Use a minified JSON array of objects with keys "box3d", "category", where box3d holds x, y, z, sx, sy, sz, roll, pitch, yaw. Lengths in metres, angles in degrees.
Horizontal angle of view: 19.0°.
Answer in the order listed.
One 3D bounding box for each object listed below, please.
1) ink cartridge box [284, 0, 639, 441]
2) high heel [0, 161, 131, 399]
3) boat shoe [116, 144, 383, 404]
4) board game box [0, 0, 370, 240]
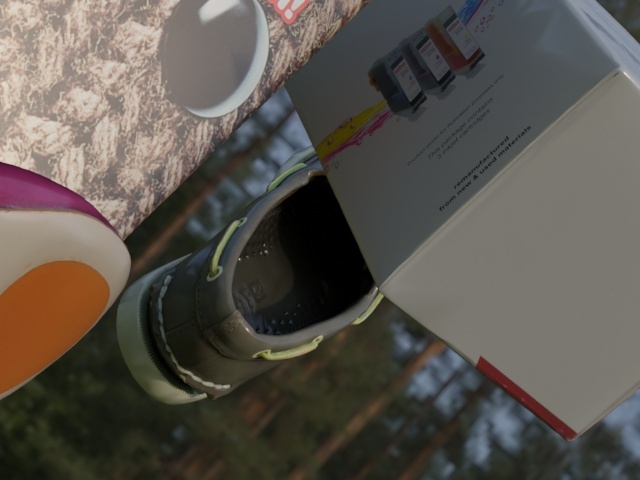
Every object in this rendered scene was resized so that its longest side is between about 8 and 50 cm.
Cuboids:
[{"box3d":[0.085,-0.036,0.804,0.128,0.127,0.176,38,17,-31],"category":"ink cartridge box"},{"box3d":[-0.142,-0.014,0.482,0.117,0.082,0.244,44,19,20],"category":"high heel"},{"box3d":[0.002,0.004,1.178,0.091,0.305,0.109,-23,-81,41],"category":"boat shoe"},{"box3d":[-0.128,-0.124,0.674,0.141,0.291,0.232,7,-43,51],"category":"board game box"}]
